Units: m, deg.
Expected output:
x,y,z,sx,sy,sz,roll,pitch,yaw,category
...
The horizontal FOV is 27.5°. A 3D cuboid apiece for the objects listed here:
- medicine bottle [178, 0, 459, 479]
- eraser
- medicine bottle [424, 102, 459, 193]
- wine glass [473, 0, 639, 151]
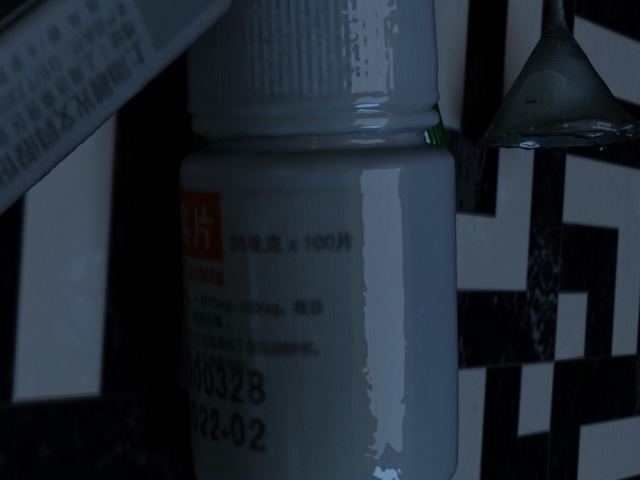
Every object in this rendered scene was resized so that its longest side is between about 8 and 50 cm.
x,y,z,sx,sy,sz,roll,pitch,yaw,category
0.000,0.000,0.661,0.144,0.144,0.252,-11,104,-53,medicine bottle
-0.137,-0.057,0.517,0.352,0.089,0.061,-49,126,-39,eraser
0.026,-0.131,0.755,0.095,0.064,0.260,-43,127,-36,medicine bottle
0.163,-0.154,0.906,0.122,0.122,0.182,2,86,-54,wine glass
